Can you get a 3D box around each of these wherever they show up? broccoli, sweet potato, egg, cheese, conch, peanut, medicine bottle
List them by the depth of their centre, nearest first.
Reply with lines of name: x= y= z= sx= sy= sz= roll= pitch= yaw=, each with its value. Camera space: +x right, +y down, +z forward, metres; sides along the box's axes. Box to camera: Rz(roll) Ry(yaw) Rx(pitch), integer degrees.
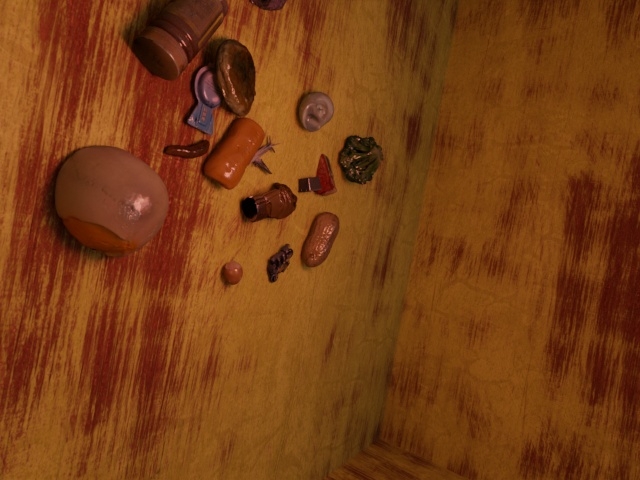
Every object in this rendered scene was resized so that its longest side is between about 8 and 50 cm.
egg: x=-0.569 y=-0.108 z=1.189 sx=0.337 sy=0.200 sz=0.337 roll=-24 pitch=119 yaw=-54
medicine bottle: x=-0.430 y=-0.674 z=1.283 sx=0.323 sy=0.151 sz=0.151 roll=-64 pitch=144 yaw=-23
sweet potato: x=-0.461 y=-0.314 z=1.428 sx=0.182 sy=0.053 sz=0.054 roll=-26 pitch=159 yaw=-48
cheese: x=-0.405 y=-0.513 z=1.456 sx=0.135 sy=0.052 sz=0.245 roll=17 pitch=84 yaw=-55
egg: x=-0.360 y=0.137 z=1.675 sx=0.080 sy=0.080 sz=0.097 roll=-43 pitch=145 yaw=-43
conch: x=-0.029 y=-0.611 z=1.931 sx=0.221 sy=0.120 sz=0.185 roll=-16 pitch=110 yaw=-50
peanut: x=0.000 y=0.000 z=2.124 sx=0.152 sy=0.152 sz=0.313 roll=43 pitch=63 yaw=-52
broccoli: x=0.234 y=-0.452 z=2.275 sx=0.265 sy=0.245 sz=0.295 roll=19 pitch=57 yaw=-38

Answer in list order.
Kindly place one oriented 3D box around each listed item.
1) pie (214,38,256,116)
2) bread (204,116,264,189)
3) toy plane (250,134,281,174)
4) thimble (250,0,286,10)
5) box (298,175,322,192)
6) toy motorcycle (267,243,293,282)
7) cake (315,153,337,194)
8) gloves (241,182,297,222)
pie: x=-0.304 y=-0.604 z=1.513 sx=0.277 sy=0.078 sz=0.277 roll=-3 pitch=90 yaw=-73
bread: x=-0.322 y=-0.344 z=1.565 sx=0.142 sy=0.091 sz=0.305 roll=39 pitch=64 yaw=-29
toy plane: x=-0.258 y=-0.367 z=1.708 sx=0.226 sy=0.058 sz=0.226 roll=-42 pitch=129 yaw=-38
thimble: x=-0.202 y=-0.967 z=1.557 sx=0.097 sy=0.150 sz=0.150 roll=-38 pitch=129 yaw=-43
box: x=-0.053 y=-0.281 z=2.024 sx=0.122 sy=0.084 sz=0.069 roll=-21 pitch=108 yaw=-54
toy motorcycle: x=-0.197 y=0.102 z=1.925 sx=0.193 sy=0.061 sz=0.124 roll=-58 pitch=149 yaw=-17
cake: x=0.010 y=-0.331 z=2.140 sx=0.086 sy=0.116 sz=0.221 roll=22 pitch=48 yaw=-59
gloves: x=-0.196 y=-0.166 z=1.783 sx=0.331 sy=0.141 sz=0.154 roll=-25 pitch=118 yaw=-51
